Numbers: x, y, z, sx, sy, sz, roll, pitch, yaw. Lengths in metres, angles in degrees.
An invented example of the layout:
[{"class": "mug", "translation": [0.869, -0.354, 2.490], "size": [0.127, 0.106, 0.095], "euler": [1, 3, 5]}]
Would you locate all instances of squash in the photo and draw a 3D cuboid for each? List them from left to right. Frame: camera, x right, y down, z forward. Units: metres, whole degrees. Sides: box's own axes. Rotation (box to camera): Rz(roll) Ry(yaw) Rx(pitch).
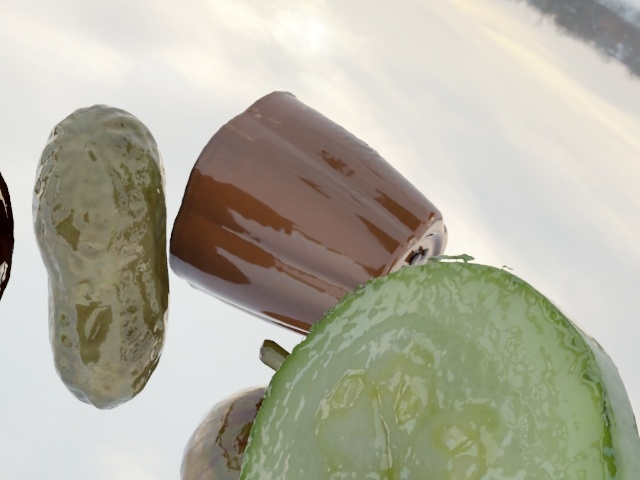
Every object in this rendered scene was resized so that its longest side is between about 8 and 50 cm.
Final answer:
[{"class": "squash", "translation": [0.043, 0.114, 0.386], "size": [0.041, 0.219, 0.219], "euler": [25, -158, -36]}]

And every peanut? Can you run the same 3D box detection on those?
[{"class": "peanut", "translation": [-0.162, 0.012, 0.627], "size": [0.095, 0.226, 0.108], "euler": [-1, -177, 12]}]

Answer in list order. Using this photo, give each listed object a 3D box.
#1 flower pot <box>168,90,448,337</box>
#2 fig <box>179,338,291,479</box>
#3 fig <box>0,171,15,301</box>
[{"class": "flower pot", "translation": [0.000, 0.000, 0.697], "size": [0.173, 0.191, 0.190], "euler": [32, -158, 21]}, {"class": "fig", "translation": [-0.020, 0.190, 0.744], "size": [0.175, 0.207, 0.175], "euler": [22, -142, -19]}, {"class": "fig", "translation": [-0.259, 0.006, 0.394], "size": [0.214, 0.235, 0.235], "euler": [2, -162, 15]}]
